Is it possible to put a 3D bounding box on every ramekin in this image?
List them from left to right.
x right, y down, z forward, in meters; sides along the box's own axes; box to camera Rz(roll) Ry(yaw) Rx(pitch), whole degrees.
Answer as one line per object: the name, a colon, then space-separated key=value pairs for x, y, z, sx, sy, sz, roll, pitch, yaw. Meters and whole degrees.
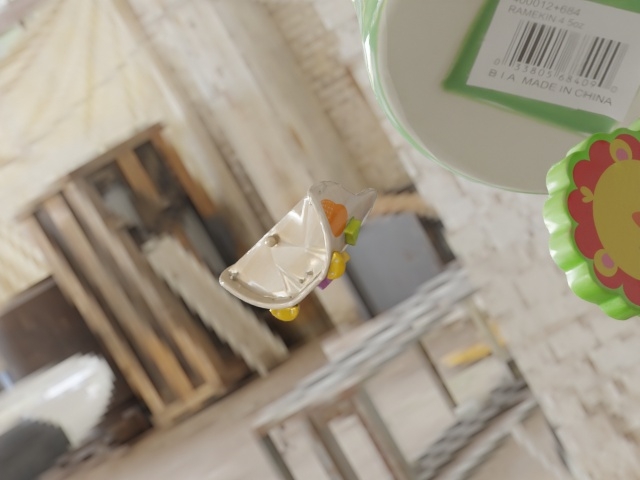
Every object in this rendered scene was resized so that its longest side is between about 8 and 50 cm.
ramekin: x=0.164 y=-0.175 z=1.262 sx=0.303 sy=0.303 sz=0.148 roll=-28 pitch=36 yaw=23

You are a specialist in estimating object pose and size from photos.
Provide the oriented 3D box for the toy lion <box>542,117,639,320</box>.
toy lion: x=0.129 y=-0.012 z=0.687 sx=0.034 sy=0.096 sz=0.100 roll=-34 pitch=31 yaw=55

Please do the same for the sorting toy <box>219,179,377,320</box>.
sorting toy: x=0.000 y=0.000 z=0.971 sx=0.083 sy=0.045 sz=0.075 roll=-43 pitch=-3 yaw=36
